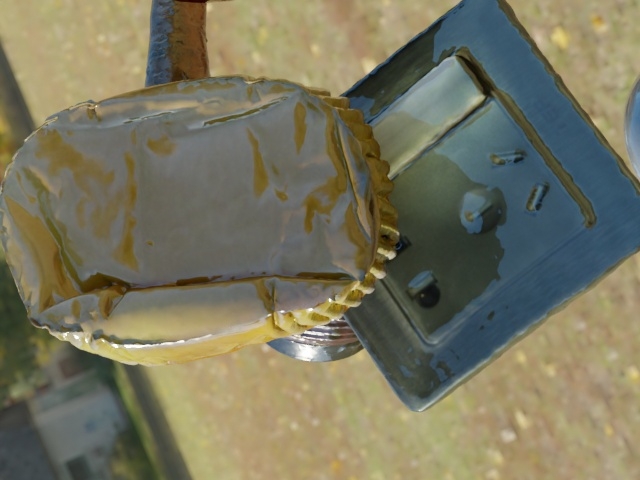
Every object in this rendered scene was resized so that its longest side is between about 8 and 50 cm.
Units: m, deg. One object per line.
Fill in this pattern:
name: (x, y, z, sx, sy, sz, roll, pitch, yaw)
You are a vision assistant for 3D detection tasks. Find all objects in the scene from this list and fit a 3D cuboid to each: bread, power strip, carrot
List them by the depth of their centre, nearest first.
bread: (-0.087, -0.015, 1.278, 0.156, 0.288, 0.204, 15, -122, -81)
power strip: (0.110, -0.032, 1.358, 0.251, 0.257, 0.092, 55, -164, 13)
carrot: (-0.128, -0.166, 1.511, 0.060, 0.060, 0.186, 108, 159, -76)

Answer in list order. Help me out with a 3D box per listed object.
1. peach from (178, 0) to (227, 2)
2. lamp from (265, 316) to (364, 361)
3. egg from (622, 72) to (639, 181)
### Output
peach: (-0.094, -0.264, 1.216, 0.192, 0.190, 0.190, 26, 175, -9)
lamp: (0.000, 0.000, 1.715, 0.247, 0.247, 0.247, 157, 90, -80)
egg: (0.459, -0.139, 2.075, 0.176, 0.176, 0.232, 79, -159, -50)
